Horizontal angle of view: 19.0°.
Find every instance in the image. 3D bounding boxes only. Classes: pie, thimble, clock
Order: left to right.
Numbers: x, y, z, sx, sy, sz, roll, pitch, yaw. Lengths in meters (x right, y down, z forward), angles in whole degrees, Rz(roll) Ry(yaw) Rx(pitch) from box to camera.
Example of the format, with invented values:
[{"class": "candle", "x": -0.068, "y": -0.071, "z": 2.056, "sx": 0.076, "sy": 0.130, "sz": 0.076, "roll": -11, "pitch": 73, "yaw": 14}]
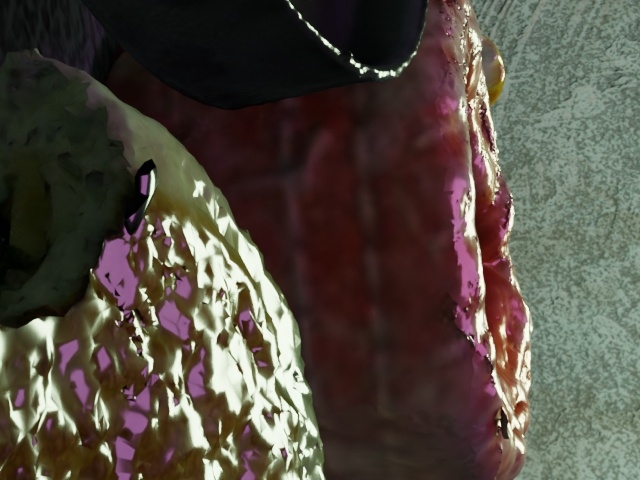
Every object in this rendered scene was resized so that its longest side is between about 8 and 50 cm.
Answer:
[{"class": "pie", "x": -0.071, "y": 0.104, "z": 0.454, "sx": 0.302, "sy": 0.067, "sz": 0.302, "roll": -3, "pitch": 90, "yaw": -66}, {"class": "clock", "x": -0.050, "y": -0.199, "z": 0.668, "sx": 0.319, "sy": 0.066, "sz": 0.318, "roll": -17, "pitch": 90, "yaw": -73}, {"class": "thimble", "x": 0.000, "y": 0.000, "z": 0.838, "sx": 0.239, "sy": 0.162, "sz": 0.239, "roll": -8, "pitch": 90, "yaw": -80}]

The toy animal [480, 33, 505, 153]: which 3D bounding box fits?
[{"class": "toy animal", "x": 0.017, "y": -0.073, "z": 1.055, "sx": 0.208, "sy": 0.154, "sz": 0.325, "roll": 179, "pitch": -73, "yaw": -78}]
